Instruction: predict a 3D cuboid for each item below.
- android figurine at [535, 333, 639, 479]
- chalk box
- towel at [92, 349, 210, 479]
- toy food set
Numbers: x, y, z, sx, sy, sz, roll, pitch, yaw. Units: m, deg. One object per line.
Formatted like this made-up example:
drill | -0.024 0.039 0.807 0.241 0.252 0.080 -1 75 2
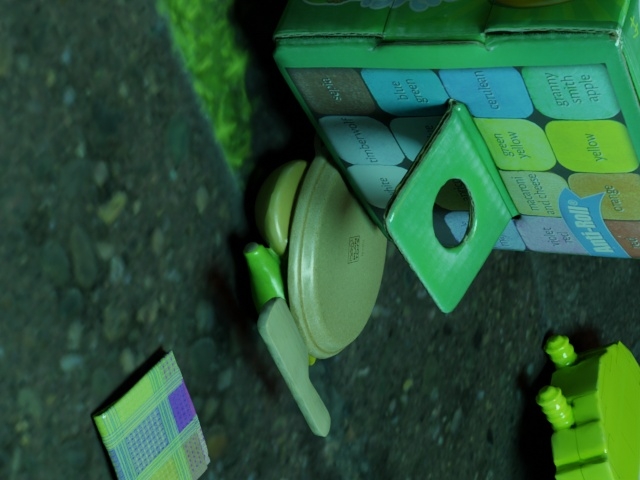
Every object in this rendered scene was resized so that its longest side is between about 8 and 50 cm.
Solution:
android figurine | 0.241 0.193 1.110 0.273 0.056 0.248 55 30 -24
chalk box | 0.106 -0.105 0.733 0.180 0.179 0.289 55 46 -49
towel | -0.083 0.103 0.716 0.060 0.009 0.083 -44 134 -38
toy food set | 0.000 0.000 0.788 0.132 0.038 0.192 69 35 -48
